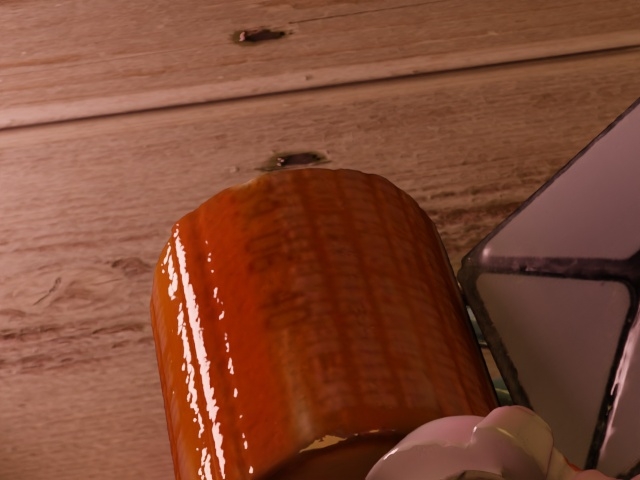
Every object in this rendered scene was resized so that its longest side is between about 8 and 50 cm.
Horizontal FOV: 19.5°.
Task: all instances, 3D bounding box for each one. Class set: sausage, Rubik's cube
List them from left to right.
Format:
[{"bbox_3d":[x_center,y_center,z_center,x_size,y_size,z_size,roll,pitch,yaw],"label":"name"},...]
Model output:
[{"bbox_3d":[0.008,0.119,1.268,0.233,0.233,0.287,-8,39,-6],"label":"sausage"},{"bbox_3d":[0.283,0.065,1.202,0.259,0.260,0.255,24,30,-38],"label":"Rubik's cube"}]

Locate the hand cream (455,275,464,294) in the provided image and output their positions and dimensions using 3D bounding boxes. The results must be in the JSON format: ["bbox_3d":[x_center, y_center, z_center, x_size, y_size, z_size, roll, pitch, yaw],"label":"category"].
[{"bbox_3d":[0.120,0.036,1.522,0.165,0.037,0.057,-4,1,-2],"label":"hand cream"}]

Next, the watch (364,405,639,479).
[{"bbox_3d":[0.092,0.233,1.002,0.196,0.244,0.231,-15,22,36],"label":"watch"}]

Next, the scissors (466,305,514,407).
[{"bbox_3d":[0.199,0.147,1.375,0.191,0.029,0.360,-11,38,-12],"label":"scissors"}]
